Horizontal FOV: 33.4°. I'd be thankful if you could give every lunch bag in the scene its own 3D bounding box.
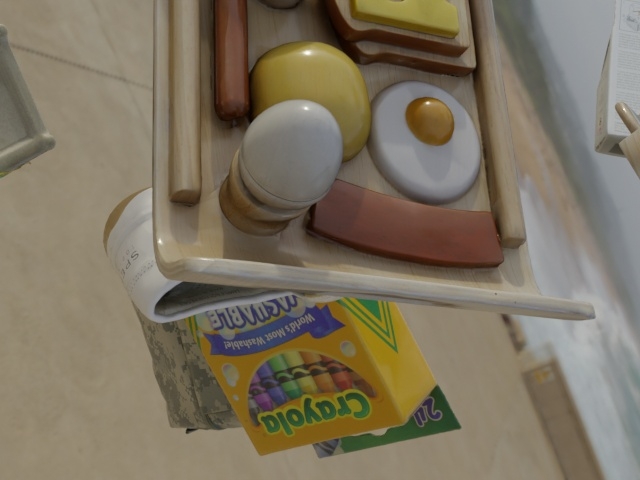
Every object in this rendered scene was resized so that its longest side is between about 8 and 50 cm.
[{"bbox_3d":[-0.170,0.142,1.674,0.212,0.256,0.305,-17,91,-55],"label":"lunch bag"}]

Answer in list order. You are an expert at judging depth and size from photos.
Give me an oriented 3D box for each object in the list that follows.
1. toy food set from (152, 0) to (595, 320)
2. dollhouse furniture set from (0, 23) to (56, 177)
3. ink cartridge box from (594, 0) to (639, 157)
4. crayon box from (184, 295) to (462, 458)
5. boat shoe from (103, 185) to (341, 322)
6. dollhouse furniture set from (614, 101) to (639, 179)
[{"bbox_3d":[0.028,-0.107,0.573,0.092,0.220,0.306,134,-43,-57],"label":"toy food set"},{"bbox_3d":[-0.438,-0.186,1.117,0.197,0.151,0.301,-42,116,-51],"label":"dollhouse furniture set"},{"bbox_3d":[0.439,-0.203,1.308,0.066,0.189,0.232,105,-6,-66],"label":"ink cartridge box"},{"bbox_3d":[-0.023,0.090,1.073,0.083,0.203,0.323,-39,103,-50],"label":"crayon box"},{"bbox_3d":[0.000,0.000,0.722,0.098,0.277,0.096,93,-25,-46],"label":"boat shoe"},{"bbox_3d":[0.463,-0.128,1.016,0.198,0.303,0.286,30,31,-41],"label":"dollhouse furniture set"}]
